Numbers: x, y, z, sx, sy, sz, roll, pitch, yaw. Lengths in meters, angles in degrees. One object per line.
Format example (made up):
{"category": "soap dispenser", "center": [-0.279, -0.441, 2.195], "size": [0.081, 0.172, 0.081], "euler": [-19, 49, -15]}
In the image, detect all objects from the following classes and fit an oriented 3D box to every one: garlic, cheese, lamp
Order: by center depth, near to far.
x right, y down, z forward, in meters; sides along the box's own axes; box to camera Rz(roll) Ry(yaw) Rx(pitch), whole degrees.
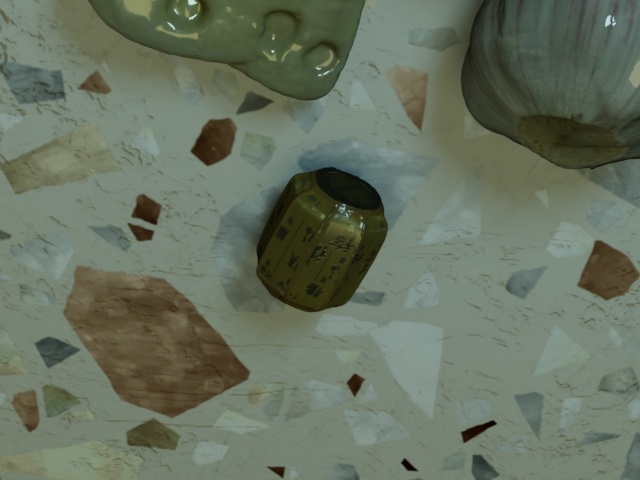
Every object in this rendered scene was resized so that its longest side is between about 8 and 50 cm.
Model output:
{"category": "cheese", "center": [-0.087, -0.365, 1.473], "size": [0.351, 0.130, 0.328], "euler": [19, 122, -15]}
{"category": "garlic", "center": [0.336, -0.229, 1.488], "size": [0.317, 0.259, 0.317], "euler": [6, 157, 3]}
{"category": "lamp", "center": [0.000, 0.000, 1.692], "size": [0.161, 0.161, 0.185], "euler": [18, 119, -13]}
